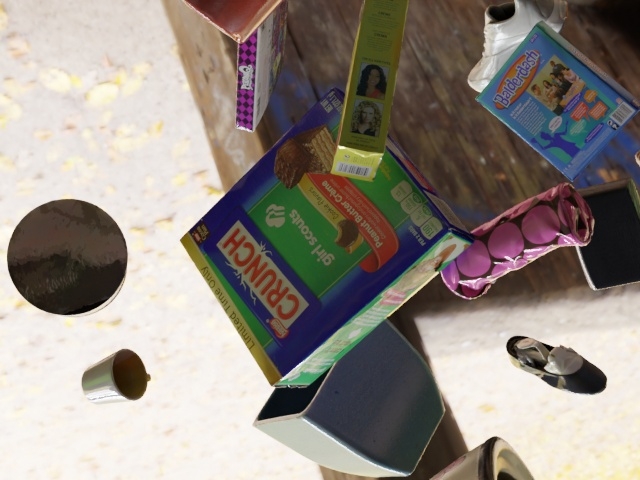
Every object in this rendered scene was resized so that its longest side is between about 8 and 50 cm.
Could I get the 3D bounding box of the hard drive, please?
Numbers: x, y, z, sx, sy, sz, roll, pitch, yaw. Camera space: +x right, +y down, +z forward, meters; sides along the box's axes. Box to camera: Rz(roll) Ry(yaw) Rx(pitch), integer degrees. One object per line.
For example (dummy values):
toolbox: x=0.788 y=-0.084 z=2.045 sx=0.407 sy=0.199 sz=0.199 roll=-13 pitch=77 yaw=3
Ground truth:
hard drive: x=0.674 y=-0.008 z=2.202 sx=0.172 sy=0.254 sz=0.054 roll=-13 pitch=-161 yaw=22

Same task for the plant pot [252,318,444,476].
plant pot: x=0.074 y=0.304 z=1.738 sx=0.252 sy=0.248 sz=0.247 roll=40 pitch=153 yaw=-12

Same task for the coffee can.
coffee can: x=-0.454 y=0.039 z=1.728 sx=0.201 sy=0.201 sz=0.275 roll=-14 pitch=178 yaw=-13

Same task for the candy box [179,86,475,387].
candy box: x=0.000 y=0.000 z=1.287 sx=0.317 sy=0.268 sz=0.122 roll=-44 pitch=154 yaw=15

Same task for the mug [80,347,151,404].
mug: x=-0.243 y=0.170 z=1.119 sx=0.064 sy=0.062 sz=0.078 roll=-20 pitch=131 yaw=26

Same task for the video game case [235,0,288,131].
video game case: x=-0.101 y=-0.345 z=1.671 sx=0.042 sy=0.210 sz=0.232 roll=14 pitch=137 yaw=6

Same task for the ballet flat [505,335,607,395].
ballet flat: x=0.384 y=0.202 z=1.581 sx=0.074 sy=0.203 sz=0.074 roll=-7 pitch=104 yaw=-31

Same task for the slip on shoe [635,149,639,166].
slip on shoe: x=0.473 y=-0.094 z=1.255 sx=0.135 sy=0.041 sz=0.051 roll=5 pitch=117 yaw=-28

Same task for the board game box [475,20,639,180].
board game box: x=0.381 y=-0.224 z=1.522 sx=0.160 sy=0.210 sz=0.047 roll=-51 pitch=173 yaw=32

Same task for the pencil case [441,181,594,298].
pencil case: x=0.263 y=0.005 z=1.259 sx=0.098 sy=0.095 sz=0.209 roll=39 pitch=133 yaw=-24

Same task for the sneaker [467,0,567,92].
sneaker: x=0.342 y=-0.386 z=1.785 sx=0.121 sy=0.099 sz=0.262 roll=26 pitch=142 yaw=-15

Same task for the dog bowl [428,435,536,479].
dog bowl: x=0.184 y=0.408 z=0.920 sx=0.150 sy=0.408 sz=0.408 roll=-24 pitch=151 yaw=14

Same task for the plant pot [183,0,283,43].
plant pot: x=-0.109 y=-0.443 z=1.345 sx=0.265 sy=0.272 sz=0.272 roll=-51 pitch=144 yaw=9

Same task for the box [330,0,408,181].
box: x=0.062 y=-0.195 z=1.156 sx=0.058 sy=0.232 sz=0.087 roll=10 pitch=161 yaw=-2
